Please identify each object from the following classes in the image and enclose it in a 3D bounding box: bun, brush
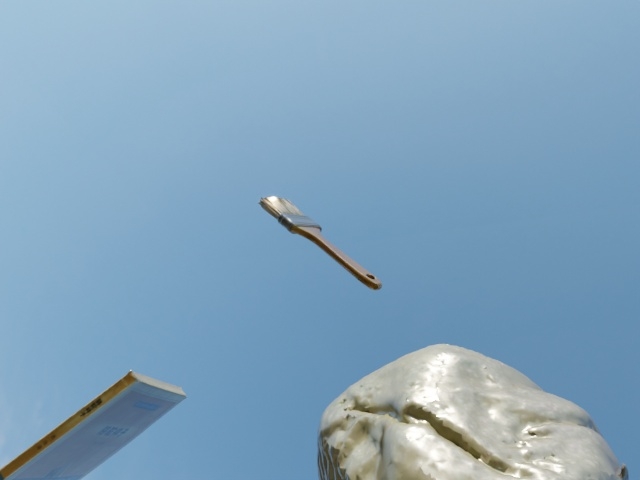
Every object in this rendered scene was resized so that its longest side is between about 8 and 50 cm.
[{"bbox_3d":[0.115,0.212,0.400,0.204,0.281,0.282,-14,-93,-10],"label":"bun"},{"bbox_3d":[0.000,0.000,0.539,0.170,0.043,0.014,38,-65,38],"label":"brush"}]

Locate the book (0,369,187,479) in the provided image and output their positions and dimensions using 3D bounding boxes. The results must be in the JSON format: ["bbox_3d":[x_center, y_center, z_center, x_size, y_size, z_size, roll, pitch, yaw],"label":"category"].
[{"bbox_3d":[-0.266,0.228,0.582,0.241,0.170,0.018,-37,-108,-10],"label":"book"}]
